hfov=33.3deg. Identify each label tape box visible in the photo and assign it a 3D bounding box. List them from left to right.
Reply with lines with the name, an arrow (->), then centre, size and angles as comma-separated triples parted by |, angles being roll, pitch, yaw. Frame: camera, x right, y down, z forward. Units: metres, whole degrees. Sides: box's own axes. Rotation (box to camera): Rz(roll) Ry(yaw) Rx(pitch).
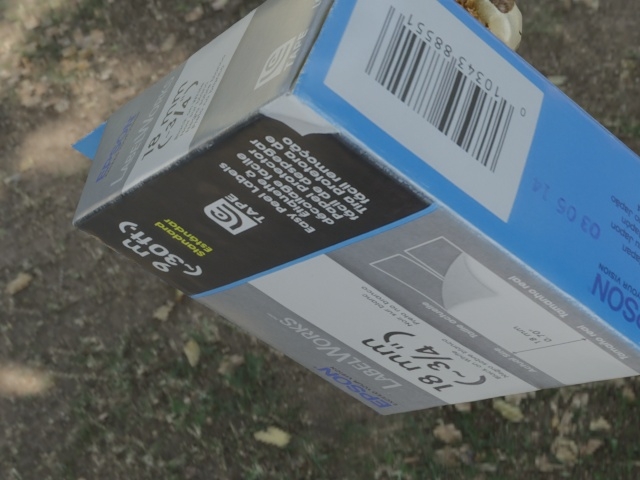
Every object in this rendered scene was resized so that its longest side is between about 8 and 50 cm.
label tape box -> 0.000, 0.000, 0.613 | 0.334, 0.241, 0.106 | -21, 41, 52

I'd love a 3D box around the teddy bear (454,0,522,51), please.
teddy bear -> 0.134, -0.119, 0.902 | 0.113, 0.338, 0.245 | -12, 49, 18
